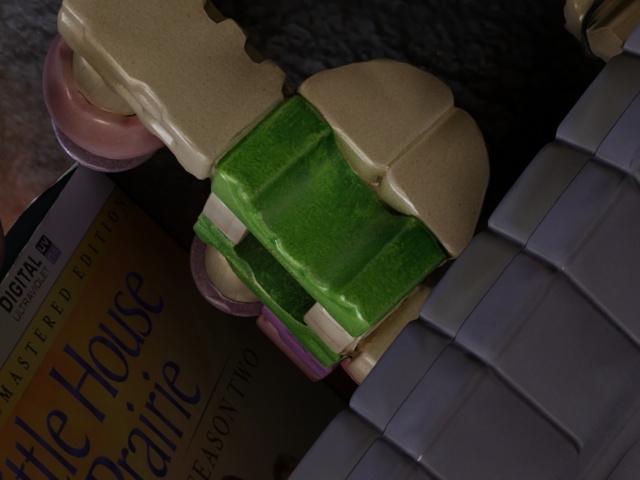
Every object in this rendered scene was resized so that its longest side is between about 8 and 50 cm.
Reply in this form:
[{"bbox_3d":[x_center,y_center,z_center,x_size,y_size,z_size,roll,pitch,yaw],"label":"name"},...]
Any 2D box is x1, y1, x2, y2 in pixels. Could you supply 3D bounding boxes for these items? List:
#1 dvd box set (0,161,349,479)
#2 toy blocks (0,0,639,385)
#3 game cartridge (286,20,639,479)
[{"bbox_3d":[-0.023,0.185,0.895,0.420,0.307,0.062,45,120,-13],"label":"dvd box set"},{"bbox_3d":[0.000,0.000,0.814,0.288,0.309,0.260,46,170,2],"label":"toy blocks"},{"bbox_3d":[0.173,0.091,0.702,0.355,0.230,0.068,40,179,-37],"label":"game cartridge"}]
